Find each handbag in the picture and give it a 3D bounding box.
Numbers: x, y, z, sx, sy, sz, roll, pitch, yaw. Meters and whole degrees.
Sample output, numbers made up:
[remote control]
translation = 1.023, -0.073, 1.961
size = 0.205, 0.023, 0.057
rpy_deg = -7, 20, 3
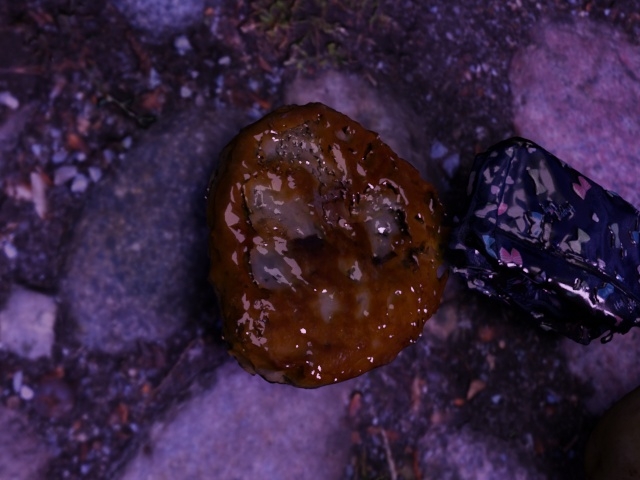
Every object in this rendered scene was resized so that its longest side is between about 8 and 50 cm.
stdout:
[handbag]
translation = 0.248, 0.010, 1.381
size = 0.260, 0.113, 0.162
rpy_deg = 27, 60, -25

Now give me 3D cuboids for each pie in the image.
[pie]
translation = 0.001, 0.000, 1.278
size = 0.308, 0.085, 0.308
rpy_deg = 10, 69, -29

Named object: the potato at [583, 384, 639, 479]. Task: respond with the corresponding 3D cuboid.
[potato]
translation = 0.420, 0.231, 1.372
size = 0.351, 0.202, 0.218
rpy_deg = -17, 73, -43
